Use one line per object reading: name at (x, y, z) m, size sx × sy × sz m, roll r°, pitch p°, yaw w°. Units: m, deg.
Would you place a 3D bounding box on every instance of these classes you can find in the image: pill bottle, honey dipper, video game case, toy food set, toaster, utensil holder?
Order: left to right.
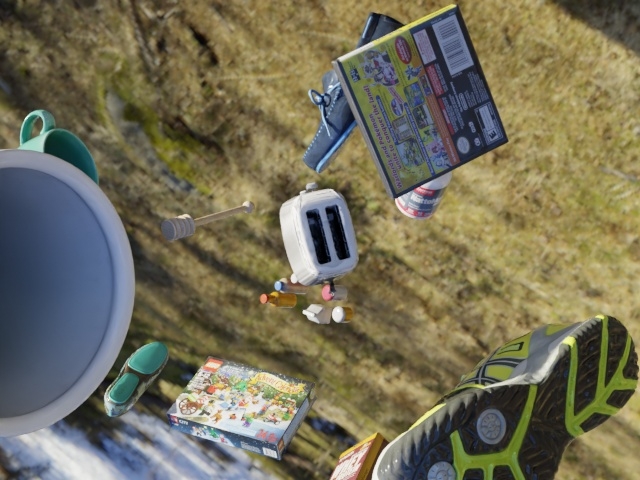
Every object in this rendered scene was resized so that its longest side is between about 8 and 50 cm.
utensil holder at (-0.486, 0.059, 1.131) m, size 0.385 × 0.327 × 0.327 m, roll 0°, pitch 133°, yaw 37°
honey dipper at (-0.149, -0.032, 1.240) m, size 0.030 × 0.161 × 0.030 m, roll 16°, pitch 114°, yaw 39°
toy food set at (-0.033, 0.140, 2.208) m, size 0.232 × 0.111 × 0.104 m, roll 17°, pitch -172°, yaw 43°
toaster at (0.000, 0.000, 1.808) m, size 0.146 × 0.129 × 0.227 m, roll 143°, pitch 115°, yaw -76°
video game case at (0.184, -0.250, 1.617) m, size 0.275 × 0.248 × 0.035 m, roll 66°, pitch 172°, yaw -17°
pill bottle at (0.247, -0.143, 2.089) m, size 0.108 × 0.108 × 0.180 m, roll 32°, pitch 144°, yaw 12°

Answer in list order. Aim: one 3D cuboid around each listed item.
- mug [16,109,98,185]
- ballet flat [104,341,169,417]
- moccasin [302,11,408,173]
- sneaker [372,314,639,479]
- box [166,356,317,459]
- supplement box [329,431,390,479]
mug at (-0.440, -0.115, 1.453) m, size 0.097 × 0.158 × 0.129 m, roll -20°, pitch 147°, yaw 23°
ballet flat at (-0.355, 0.267, 1.708) m, size 0.070 × 0.188 × 0.070 m, roll 13°, pitch 124°, yaw 21°
moccasin at (0.052, -0.292, 1.759) m, size 0.117 × 0.342 × 0.138 m, roll 32°, pitch 168°, yaw 0°
sneaker at (0.207, 0.212, 1.040) m, size 0.147 × 0.385 × 0.145 m, roll -15°, pitch 97°, yaw 59°
box at (-0.144, 0.306, 1.660) m, size 0.233 × 0.159 × 0.044 m, roll 10°, pitch 130°, yaw 23°
supplement box at (0.123, 0.570, 1.968) m, size 0.194 × 0.191 × 0.129 m, roll 45°, pitch 126°, yaw -6°
